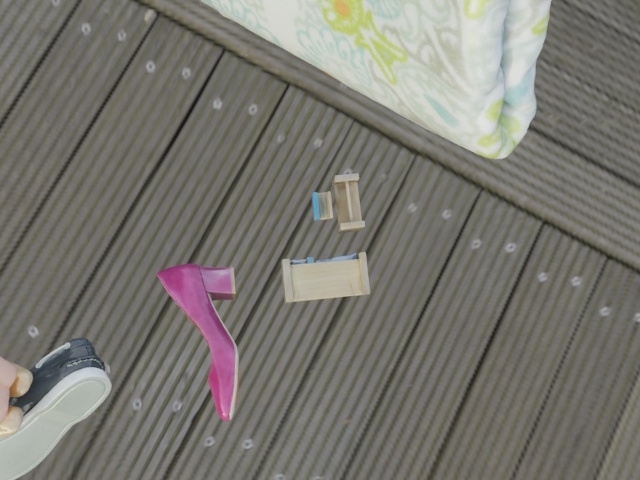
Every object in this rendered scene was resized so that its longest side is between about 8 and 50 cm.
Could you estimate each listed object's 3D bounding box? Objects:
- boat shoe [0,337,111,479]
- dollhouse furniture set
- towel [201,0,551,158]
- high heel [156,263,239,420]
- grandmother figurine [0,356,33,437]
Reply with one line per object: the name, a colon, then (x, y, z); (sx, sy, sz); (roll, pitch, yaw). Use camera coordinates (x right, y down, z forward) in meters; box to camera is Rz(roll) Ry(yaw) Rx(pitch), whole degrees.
boat shoe: (-0.441, 0.265, 1.608); (0.302, 0.114, 0.091); (-36, 51, 8)
dollhouse furniture set: (0.000, 0.000, 1.669); (0.129, 0.129, 0.183); (-5, 86, -4)
towel: (0.019, -0.271, 0.698); (0.090, 0.374, 0.320); (-28, 48, -29)
high heel: (-0.180, 0.148, 1.569); (0.117, 0.082, 0.244); (-3, 71, -5)
grandmother figurine: (-0.514, 0.156, 1.392); (0.104, 0.342, 0.207); (-15, 54, 15)
